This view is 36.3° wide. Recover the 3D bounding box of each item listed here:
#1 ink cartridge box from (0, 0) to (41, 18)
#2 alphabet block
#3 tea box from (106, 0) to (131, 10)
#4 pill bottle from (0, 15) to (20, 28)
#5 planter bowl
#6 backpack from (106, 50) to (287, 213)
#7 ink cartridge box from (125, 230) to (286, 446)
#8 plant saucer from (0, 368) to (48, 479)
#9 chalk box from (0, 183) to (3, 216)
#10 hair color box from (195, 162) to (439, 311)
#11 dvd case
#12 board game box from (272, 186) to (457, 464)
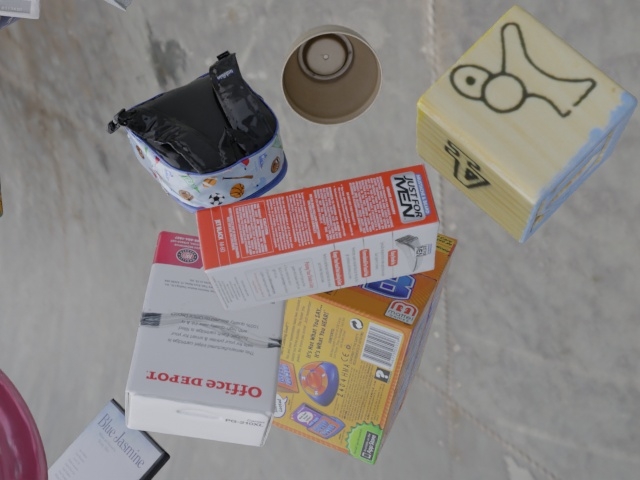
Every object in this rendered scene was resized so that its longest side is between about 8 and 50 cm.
[{"bbox_3d":[-0.518,-0.427,1.474,0.056,0.181,0.224,113,151,-45],"label":"ink cartridge box"},{"bbox_3d":[0.256,-0.144,1.258,0.197,0.192,0.193,44,171,15],"label":"alphabet block"},{"bbox_3d":[-0.252,-0.397,0.713,0.329,0.323,0.220,23,178,9],"label":"tea box"},{"bbox_3d":[-0.617,-0.426,1.703,0.153,0.264,0.153,8,121,13],"label":"pill bottle"},{"bbox_3d":[0.014,-0.283,1.586,0.109,0.162,0.162,-99,3,-55],"label":"planter bowl"},{"bbox_3d":[-0.192,-0.163,1.731,0.263,0.276,0.213,44,161,45],"label":"backpack"},{"bbox_3d":[-0.136,0.120,1.206,0.100,0.172,0.237,107,170,-52],"label":"ink cartridge box"},{"bbox_3d":[-0.537,0.306,1.437,0.332,0.084,0.332,57,-166,-23],"label":"plant saucer"},{"bbox_3d":[-0.565,-0.060,1.202,0.179,0.289,0.180,49,-166,-45],"label":"chalk box"},{"bbox_3d":[0.000,0.000,0.723,0.093,0.167,0.053,80,179,-67],"label":"hair color box"},{"bbox_3d":[-0.397,0.419,1.695,0.180,0.253,0.022,33,167,39],"label":"dvd case"},{"bbox_3d":[0.034,0.165,2.021,0.356,0.356,0.356,20,124,12],"label":"board game box"}]
